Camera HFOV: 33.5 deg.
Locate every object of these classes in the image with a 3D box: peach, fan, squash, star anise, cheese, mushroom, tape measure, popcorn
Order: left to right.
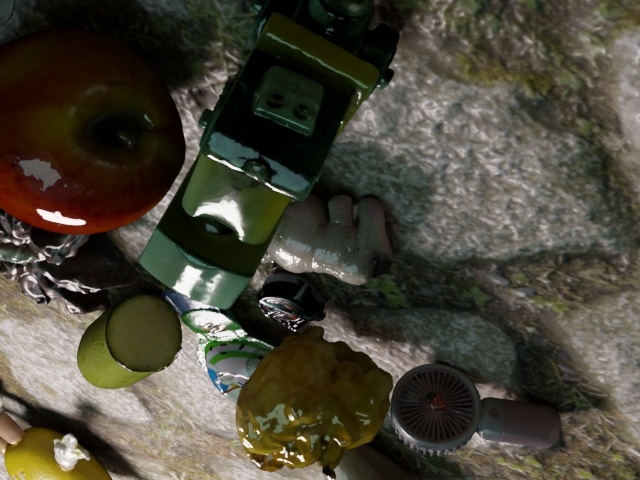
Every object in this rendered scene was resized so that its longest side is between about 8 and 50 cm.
[{"bbox_3d":[-0.427,0.000,1.603,0.332,0.117,0.331,24,148,16],"label":"star anise"},{"bbox_3d":[-0.298,-0.126,1.259,0.281,0.238,0.281,3,-179,0],"label":"peach"},{"bbox_3d":[-0.333,0.177,1.766,0.132,0.132,0.247,37,149,-16],"label":"squash"},{"bbox_3d":[-0.129,0.182,1.679,0.204,0.083,0.320,-8,134,39],"label":"cheese"},{"bbox_3d":[-0.043,0.088,1.530,0.094,0.054,0.091,37,143,-27],"label":"tape measure"},{"bbox_3d":[-0.020,0.237,1.532,0.253,0.190,0.191,-47,69,19],"label":"popcorn"},{"bbox_3d":[0.080,0.409,1.815,0.128,0.128,0.350,-10,128,40],"label":"mushroom"},{"bbox_3d":[0.222,0.251,1.529,0.244,0.130,0.074,6,146,4],"label":"fan"}]

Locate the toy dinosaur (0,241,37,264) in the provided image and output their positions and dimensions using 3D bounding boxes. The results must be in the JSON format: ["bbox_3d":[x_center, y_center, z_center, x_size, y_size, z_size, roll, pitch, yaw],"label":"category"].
[{"bbox_3d":[-0.592,-0.029,1.514,0.393,0.092,0.205,12,173,34],"label":"toy dinosaur"}]

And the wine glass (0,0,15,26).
[{"bbox_3d":[-0.446,-0.312,1.186,0.196,0.165,0.165,33,145,2],"label":"wine glass"}]

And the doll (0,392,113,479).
[{"bbox_3d":[-0.603,0.463,2.292,0.423,0.161,0.348,20,142,20],"label":"doll"}]

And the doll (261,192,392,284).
[{"bbox_3d":[0.000,0.000,1.355,0.192,0.095,0.149,14,146,12],"label":"doll"}]

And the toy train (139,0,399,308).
[{"bbox_3d":[-0.059,-0.102,1.122,0.160,0.253,0.397,29,146,-6],"label":"toy train"}]
